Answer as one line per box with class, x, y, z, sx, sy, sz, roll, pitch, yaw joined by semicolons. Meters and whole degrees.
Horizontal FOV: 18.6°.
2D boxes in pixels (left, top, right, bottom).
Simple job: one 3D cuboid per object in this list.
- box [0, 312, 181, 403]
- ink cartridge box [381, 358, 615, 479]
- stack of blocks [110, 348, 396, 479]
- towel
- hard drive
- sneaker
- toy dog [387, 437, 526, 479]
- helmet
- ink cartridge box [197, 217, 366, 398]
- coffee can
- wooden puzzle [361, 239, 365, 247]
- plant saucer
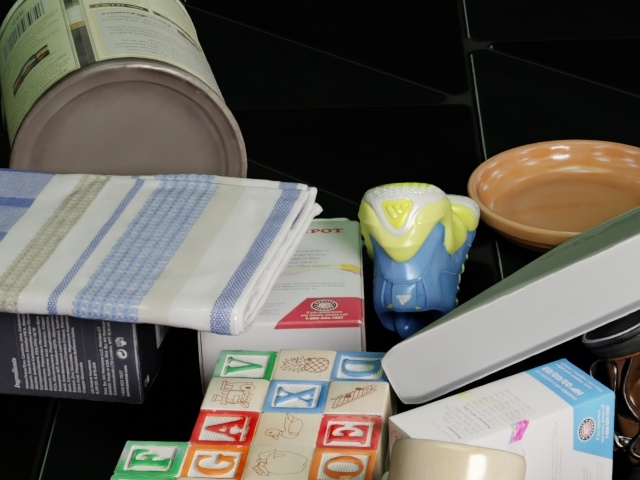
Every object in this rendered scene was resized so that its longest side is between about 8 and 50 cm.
box;-0.198;0.049;1.565;0.158;0.093;0.156;2;27;12
ink cartridge box;0.105;0.158;1.308;0.181;0.104;0.061;-16;29;-25
stack of blocks;-0.047;0.182;1.292;0.171;0.087;0.297;1;27;8
towel;-0.159;0.006;1.507;0.285;0.034;0.209;3;30;16
hard drive;0.216;0.016;1.446;0.233;0.047;0.353;-27;-1;29
sneaker;0.078;0.022;1.617;0.091;0.126;0.240;-1;-4;16
toy dog;0.189;0.212;1.143;0.334;0.220;0.161;25;5;31
helmet;0.274;0.099;1.345;0.162;0.169;0.169;-16;23;15
ink cartridge box;-0.028;0.054;1.561;0.127;0.072;0.175;-2;27;2
coffee can;-0.187;-0.114;1.766;0.202;0.201;0.275;-7;27;-9
wooden puzzle;0.000;0.000;1.741;0.083;0.006;0.049;-1;27;3
plant saucer;0.232;-0.035;1.760;0.200;0.037;0.200;-2;27;1
